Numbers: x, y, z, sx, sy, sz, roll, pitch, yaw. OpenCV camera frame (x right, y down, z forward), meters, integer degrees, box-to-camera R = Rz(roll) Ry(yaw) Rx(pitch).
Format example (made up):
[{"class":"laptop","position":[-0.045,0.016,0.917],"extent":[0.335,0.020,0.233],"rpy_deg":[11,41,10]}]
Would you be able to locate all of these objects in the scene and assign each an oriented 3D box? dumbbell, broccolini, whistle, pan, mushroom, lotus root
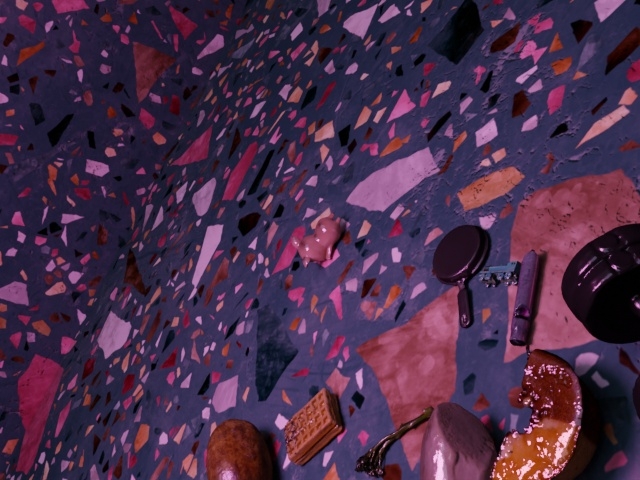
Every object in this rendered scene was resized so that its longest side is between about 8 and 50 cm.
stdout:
[{"class":"dumbbell","position":[0.456,0.128,0.982],"extent":[0.185,0.185,0.388],"rpy_deg":[-46,33,23]},{"class":"broccolini","position":[0.137,0.365,1.392],"extent":[0.194,0.054,0.052],"rpy_deg":[-49,13,13]},{"class":"whistle","position":[0.356,0.100,1.303],"extent":[0.033,0.033,0.176],"rpy_deg":[-15,53,50]},{"class":"pan","position":[0.273,0.065,1.461],"extent":[0.136,0.028,0.235],"rpy_deg":[-33,39,38]},{"class":"mushroom","position":[0.209,0.418,1.149],"extent":[0.128,0.128,0.349],"rpy_deg":[-21,50,47]},{"class":"lotus root","position":[-0.176,0.501,1.630],"extent":[0.128,0.145,0.260],"rpy_deg":[-55,27,20]}]

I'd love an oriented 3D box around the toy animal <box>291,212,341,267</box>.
[{"class":"toy animal","position":[-0.004,-0.003,1.878],"extent":[0.150,0.089,0.083],"rpy_deg":[-49,27,0]}]

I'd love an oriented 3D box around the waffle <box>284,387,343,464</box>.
[{"class":"waffle","position":[-0.017,0.396,1.588],"extent":[0.148,0.042,0.102],"rpy_deg":[-46,33,23]}]

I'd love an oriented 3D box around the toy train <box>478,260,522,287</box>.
[{"class":"toy train","position":[0.330,0.061,1.381],"extent":[0.092,0.029,0.045],"rpy_deg":[-8,50,55]}]

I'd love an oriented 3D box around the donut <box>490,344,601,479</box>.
[{"class":"donut","position":[0.345,0.282,1.109],"extent":[0.141,0.085,0.217],"rpy_deg":[10,73,58]}]
